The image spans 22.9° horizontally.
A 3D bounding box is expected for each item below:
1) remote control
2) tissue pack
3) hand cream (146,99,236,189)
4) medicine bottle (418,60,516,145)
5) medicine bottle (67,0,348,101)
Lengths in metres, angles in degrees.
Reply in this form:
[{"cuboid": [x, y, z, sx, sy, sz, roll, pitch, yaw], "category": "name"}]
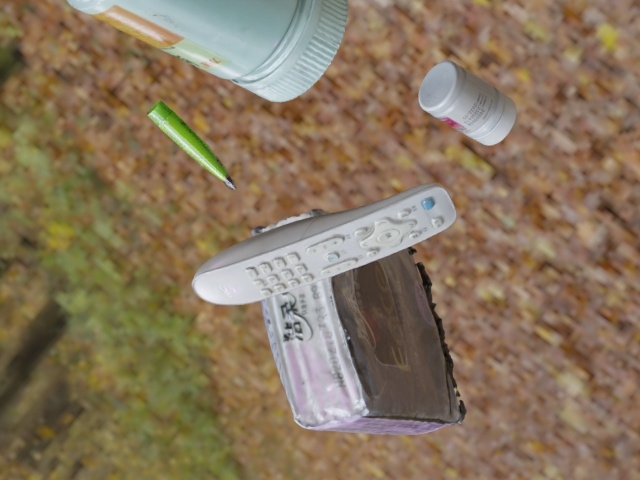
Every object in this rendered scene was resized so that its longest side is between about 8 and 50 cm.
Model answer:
[{"cuboid": [0.000, 0.000, 1.317, 0.073, 0.229, 0.044, 57, -166, -56], "category": "remote control"}, {"cuboid": [0.049, 0.113, 1.959, 0.361, 0.122, 0.259, 23, -131, -66], "category": "tissue pack"}, {"cuboid": [-0.133, -0.099, 1.673, 0.122, 0.023, 0.036, 45, -174, -16], "category": "hand cream"}, {"cuboid": [0.152, -0.142, 1.634, 0.091, 0.058, 0.058, 26, 176, -33], "category": "medicine bottle"}, {"cuboid": [-0.137, -0.270, 1.622, 0.318, 0.158, 0.158, 23, 179, -38], "category": "medicine bottle"}]
